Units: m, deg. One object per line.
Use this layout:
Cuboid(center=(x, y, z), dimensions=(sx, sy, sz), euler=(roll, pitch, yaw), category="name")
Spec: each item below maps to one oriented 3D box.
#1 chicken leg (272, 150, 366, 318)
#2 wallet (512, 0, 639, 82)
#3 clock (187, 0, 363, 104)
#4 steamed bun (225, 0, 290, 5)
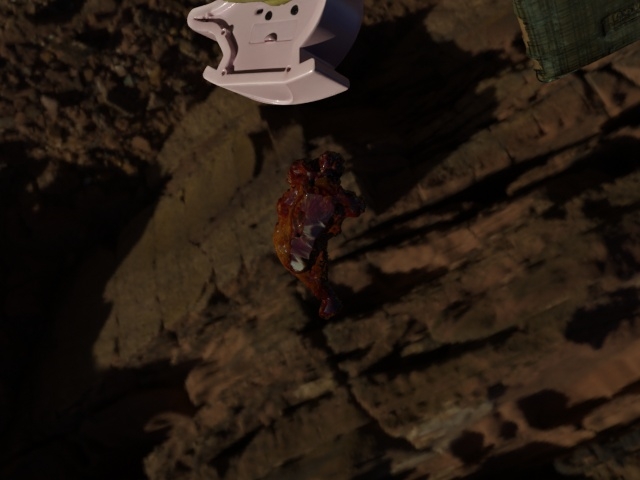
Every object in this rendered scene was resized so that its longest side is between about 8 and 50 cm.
Cuboid(center=(-0.006, -0.003, 0.820), dimensions=(0.090, 0.048, 0.219), euler=(18, 130, 8), category="chicken leg")
Cuboid(center=(0.240, -0.270, 0.709), dimensions=(0.169, 0.044, 0.317), euler=(-26, 146, 13), category="wallet")
Cuboid(center=(-0.066, -0.329, 1.120), dimensions=(0.290, 0.275, 0.080), euler=(4, 171, 43), category="clock")
Cuboid(center=(-0.046, -0.427, 0.846), dimensions=(0.372, 0.324, 0.230), euler=(-35, -175, 38), category="steamed bun")
